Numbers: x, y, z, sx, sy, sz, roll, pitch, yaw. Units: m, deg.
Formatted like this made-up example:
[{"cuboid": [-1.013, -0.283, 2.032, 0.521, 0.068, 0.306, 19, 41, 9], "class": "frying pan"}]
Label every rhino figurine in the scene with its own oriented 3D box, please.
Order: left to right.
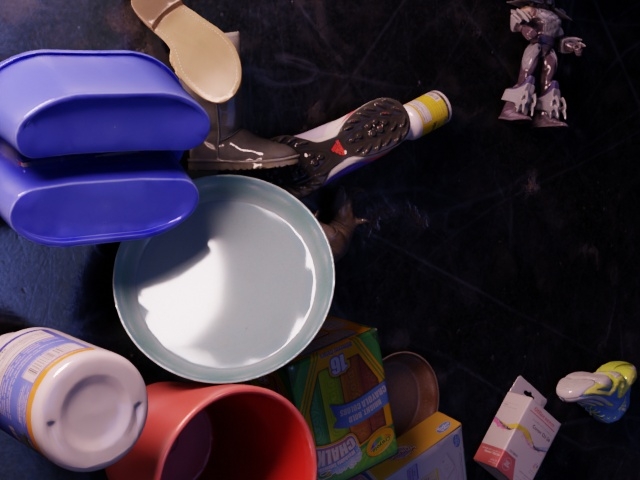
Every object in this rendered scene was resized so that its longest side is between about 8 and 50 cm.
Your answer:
[{"cuboid": [0.000, 0.000, 1.725, 0.243, 0.073, 0.106, -51, 117, -23], "class": "rhino figurine"}]

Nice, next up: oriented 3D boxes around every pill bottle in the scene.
[{"cuboid": [-0.351, 0.196, 1.358, 0.152, 0.272, 0.152, -4, 97, -37], "class": "pill bottle"}, {"cuboid": [0.170, -0.215, 1.832, 0.116, 0.065, 0.065, -29, 111, -30], "class": "pill bottle"}]

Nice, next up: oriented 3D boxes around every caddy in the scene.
[{"cuboid": [-0.315, -0.132, 1.412, 0.341, 0.179, 0.241, -6, 120, -35], "class": "caddy"}]

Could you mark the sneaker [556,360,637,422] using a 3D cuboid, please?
[{"cuboid": [0.588, 0.336, 2.191, 0.240, 0.091, 0.126, -9, 101, -37], "class": "sneaker"}]

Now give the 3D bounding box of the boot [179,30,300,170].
[{"cuboid": [-0.126, -0.210, 1.573, 0.190, 0.076, 0.208, -1, 93, -2], "class": "boot"}]

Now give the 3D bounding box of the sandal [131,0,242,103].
[{"cuboid": [-0.182, -0.274, 1.503, 0.088, 0.240, 0.079, -39, 159, -5], "class": "sandal"}]

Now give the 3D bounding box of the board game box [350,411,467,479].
[{"cuboid": [0.132, 0.484, 1.854, 0.317, 0.064, 0.242, -26, 122, -32], "class": "board game box"}]

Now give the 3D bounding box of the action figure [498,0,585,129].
[{"cuboid": [0.424, -0.358, 1.988, 0.185, 0.099, 0.284, 9, 86, -28], "class": "action figure"}]

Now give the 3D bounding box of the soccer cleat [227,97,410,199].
[{"cuboid": [-0.005, -0.133, 1.694, 0.318, 0.116, 0.108, -26, 85, -15], "class": "soccer cleat"}]

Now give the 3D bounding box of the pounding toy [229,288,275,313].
[{"cuboid": [-0.095, 0.099, 1.602, 0.100, 0.141, 0.130, -25, 114, -11], "class": "pounding toy"}]

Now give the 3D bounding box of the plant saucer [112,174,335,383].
[{"cuboid": [-0.138, 0.056, 1.507, 0.318, 0.043, 0.317, 0, 69, -1], "class": "plant saucer"}]

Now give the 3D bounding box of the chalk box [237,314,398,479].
[{"cuboid": [-0.003, 0.288, 1.687, 0.180, 0.179, 0.288, -22, 108, -32], "class": "chalk box"}]

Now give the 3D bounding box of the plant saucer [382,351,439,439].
[{"cuboid": [0.131, 0.296, 1.878, 0.199, 0.036, 0.198, -5, 97, -37], "class": "plant saucer"}]

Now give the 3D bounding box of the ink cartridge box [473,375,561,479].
[{"cuboid": [0.402, 0.383, 2.071, 0.115, 0.067, 0.198, 41, 71, -32], "class": "ink cartridge box"}]

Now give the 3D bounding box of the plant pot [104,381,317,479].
[{"cuboid": [-0.179, 0.323, 1.520, 0.275, 0.243, 0.274, -5, 98, -36], "class": "plant pot"}]
